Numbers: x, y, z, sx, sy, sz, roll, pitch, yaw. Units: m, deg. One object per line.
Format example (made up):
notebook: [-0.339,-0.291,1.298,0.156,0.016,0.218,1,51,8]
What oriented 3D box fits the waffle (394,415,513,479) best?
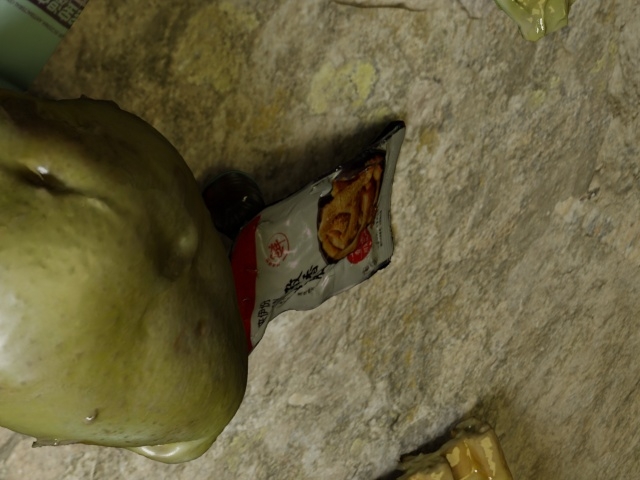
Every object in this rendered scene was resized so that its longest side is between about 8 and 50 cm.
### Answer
waffle: [0.118,0.407,1.144,0.348,0.077,0.304,-33,110,-24]

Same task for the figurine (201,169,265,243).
figurine: [-0.066,-0.016,0.823,0.060,0.047,0.106,-29,145,4]

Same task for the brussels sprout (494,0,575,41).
brussels sprout: [0.180,-0.268,0.842,0.139,0.100,0.181,-14,126,-22]

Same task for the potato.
potato: [-0.150,0.037,0.657,0.202,0.218,0.351,-45,139,-12]

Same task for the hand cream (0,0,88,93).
hand cream: [-0.131,-0.230,0.630,0.331,0.058,0.085,-51,154,4]

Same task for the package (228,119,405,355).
package: [0.000,0.000,0.863,0.239,0.030,0.154,-32,138,-41]
